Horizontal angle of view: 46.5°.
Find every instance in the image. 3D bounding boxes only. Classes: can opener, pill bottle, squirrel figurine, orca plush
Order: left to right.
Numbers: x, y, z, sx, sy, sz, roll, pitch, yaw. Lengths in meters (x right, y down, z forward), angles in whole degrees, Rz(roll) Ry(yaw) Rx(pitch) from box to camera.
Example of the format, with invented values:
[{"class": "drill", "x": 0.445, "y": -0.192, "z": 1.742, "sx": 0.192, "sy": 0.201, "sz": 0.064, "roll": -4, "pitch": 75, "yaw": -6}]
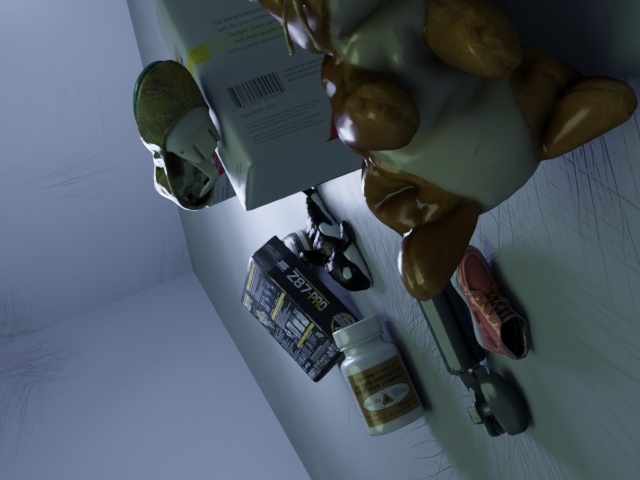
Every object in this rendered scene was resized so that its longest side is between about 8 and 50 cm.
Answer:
[{"class": "orca plush", "x": 0.000, "y": 0.000, "z": 1.629, "sx": 0.287, "sy": 0.102, "sz": 0.151, "roll": 64, "pitch": 162, "yaw": 13}, {"class": "pill bottle", "x": 0.117, "y": 0.281, "z": 1.568, "sx": 0.229, "sy": 0.131, "sz": 0.131, "roll": 66, "pitch": 162, "yaw": 6}, {"class": "squirrel figurine", "x": 0.069, "y": -0.211, "z": 0.792, "sx": 0.370, "sy": 0.281, "sz": 0.397, "roll": 41, "pitch": -160, "yaw": -17}, {"class": "can opener", "x": 0.249, "y": 0.178, "z": 1.201, "sx": 0.095, "sy": 0.076, "sz": 0.284, "roll": -29, "pitch": 81, "yaw": 40}]

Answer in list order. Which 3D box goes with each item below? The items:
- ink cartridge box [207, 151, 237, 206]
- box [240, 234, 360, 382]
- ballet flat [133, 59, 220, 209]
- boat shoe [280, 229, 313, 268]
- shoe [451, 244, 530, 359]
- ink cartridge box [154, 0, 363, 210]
[{"class": "ink cartridge box", "x": -0.129, "y": -0.205, "z": 1.497, "sx": 0.114, "sy": 0.272, "sz": 0.197, "roll": 57, "pitch": 160, "yaw": 20}, {"class": "box", "x": -0.059, "y": 0.189, "z": 1.894, "sx": 0.318, "sy": 0.097, "sz": 0.395, "roll": 44, "pitch": 159, "yaw": 8}, {"class": "ballet flat", "x": -0.210, "y": -0.149, "z": 1.172, "sx": 0.123, "sy": 0.123, "sz": 0.349, "roll": 62, "pitch": 164, "yaw": 18}, {"class": "boat shoe", "x": -0.091, "y": 0.045, "z": 1.963, "sx": 0.103, "sy": 0.092, "sz": 0.285, "roll": 67, "pitch": 162, "yaw": 3}, {"class": "shoe", "x": 0.249, "y": 0.089, "z": 1.079, "sx": 0.081, "sy": 0.063, "sz": 0.178, "roll": 19, "pitch": 134, "yaw": 66}, {"class": "ink cartridge box", "x": -0.075, "y": -0.283, "z": 1.236, "sx": 0.385, "sy": 0.279, "sz": 0.160, "roll": 62, "pitch": 163, "yaw": 19}]
